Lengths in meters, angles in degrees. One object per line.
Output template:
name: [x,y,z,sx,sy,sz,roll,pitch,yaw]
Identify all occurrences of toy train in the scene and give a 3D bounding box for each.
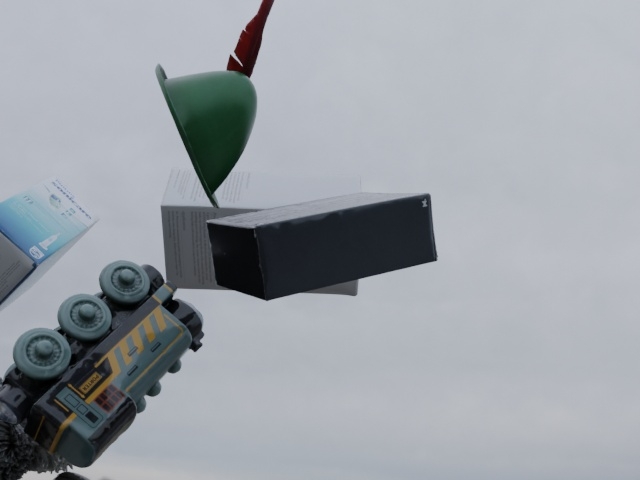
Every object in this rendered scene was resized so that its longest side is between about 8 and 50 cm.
toy train: [-0.315,0.172,1.171,0.190,0.334,0.142,40,-45,2]

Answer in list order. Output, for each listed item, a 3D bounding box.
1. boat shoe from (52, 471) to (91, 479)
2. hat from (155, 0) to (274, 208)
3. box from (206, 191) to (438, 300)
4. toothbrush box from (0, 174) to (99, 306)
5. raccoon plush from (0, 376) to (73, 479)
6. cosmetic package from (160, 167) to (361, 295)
boat shoe: [-0.420,0.559,1.301,0.132,0.355,0.130,7,13,12]
hat: [-0.080,-0.164,0.934,0.184,0.173,0.208,-22,-57,-4]
box: [0.000,0.000,1.095,0.261,0.103,0.184,-12,6,-26]
toothbrush box: [-0.545,0.025,1.393,0.216,0.295,0.126,-42,-82,15]
raccoon plush: [-0.486,0.255,1.162,0.299,0.216,0.446,-27,-24,-9]
cosmetic package: [-0.106,-0.016,1.506,0.366,0.155,0.197,3,-57,-3]
